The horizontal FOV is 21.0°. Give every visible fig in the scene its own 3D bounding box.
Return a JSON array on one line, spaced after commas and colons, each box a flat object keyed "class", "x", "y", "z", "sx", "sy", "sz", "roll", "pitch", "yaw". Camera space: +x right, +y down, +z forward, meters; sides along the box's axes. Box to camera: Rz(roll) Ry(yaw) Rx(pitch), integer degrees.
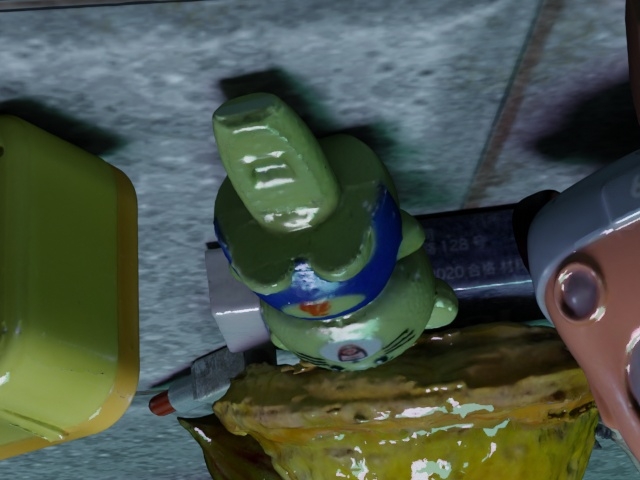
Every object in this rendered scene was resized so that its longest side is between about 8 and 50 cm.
[{"class": "fig", "x": -0.038, "y": 0.161, "z": 1.286, "sx": 0.154, "sy": 0.103, "sz": 0.109, "roll": 25, "pitch": 170, "yaw": -31}]

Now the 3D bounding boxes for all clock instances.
[{"class": "clock", "x": -0.187, "y": 0.036, "z": 0.826, "sx": 0.202, "sy": 0.143, "sz": 0.096, "roll": -18, "pitch": 150, "yaw": 31}]

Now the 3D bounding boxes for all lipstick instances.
[{"class": "lipstick", "x": -0.081, "y": 0.102, "z": 1.206, "sx": 0.030, "sy": 0.030, "sz": 0.129, "roll": 10, "pitch": 155, "yaw": -39}]

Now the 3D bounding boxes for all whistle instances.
[{"class": "whistle", "x": 0.000, "y": 0.000, "z": 0.859, "sx": 0.105, "sy": 0.085, "sz": 0.227, "roll": -11, "pitch": 147, "yaw": 12}]

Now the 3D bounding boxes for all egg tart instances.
[{"class": "egg tart", "x": 0.070, "y": 0.115, "z": 1.077, "sx": 0.288, "sy": 0.118, "sz": 0.288, "roll": -8, "pitch": 177, "yaw": 0}]

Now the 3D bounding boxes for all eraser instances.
[{"class": "eraser", "x": 0.044, "y": 0.025, "z": 1.004, "sx": 0.212, "sy": 0.046, "sz": 0.092, "roll": -7, "pitch": 161, "yaw": 3}]

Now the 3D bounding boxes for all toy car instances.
[{"class": "toy car", "x": 0.232, "y": 0.054, "z": 0.860, "sx": 0.180, "sy": 0.212, "sz": 0.270, "roll": -26, "pitch": 153, "yaw": 24}]

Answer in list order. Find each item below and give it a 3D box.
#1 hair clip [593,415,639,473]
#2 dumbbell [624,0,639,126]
[{"class": "hair clip", "x": 0.249, "y": 0.156, "z": 1.352, "sx": 0.106, "sy": 0.085, "sz": 0.292, "roll": 26, "pitch": 175, "yaw": 36}, {"class": "dumbbell", "x": 0.241, "y": -0.090, "z": 0.694, "sx": 0.230, "sy": 0.092, "sz": 0.082, "roll": -7, "pitch": 133, "yaw": 6}]
